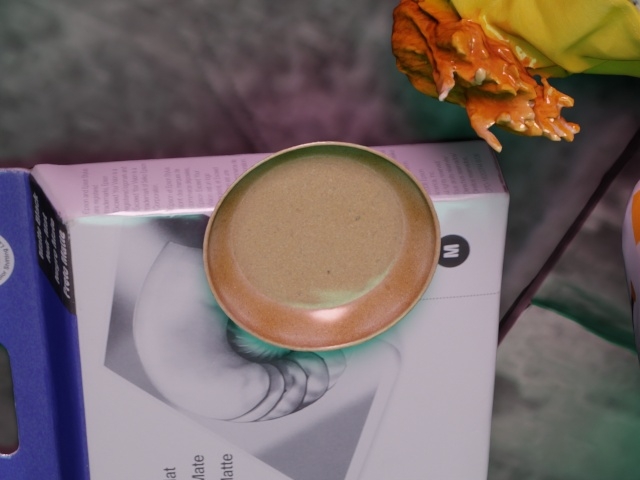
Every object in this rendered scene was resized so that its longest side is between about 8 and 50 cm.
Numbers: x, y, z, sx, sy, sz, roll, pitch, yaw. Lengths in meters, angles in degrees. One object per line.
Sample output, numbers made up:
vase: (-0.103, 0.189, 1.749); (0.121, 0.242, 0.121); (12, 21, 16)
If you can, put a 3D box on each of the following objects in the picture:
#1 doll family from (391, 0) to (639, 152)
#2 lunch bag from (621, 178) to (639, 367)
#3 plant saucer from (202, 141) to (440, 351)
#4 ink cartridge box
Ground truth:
doll family: (0.053, -0.116, 0.545); (0.163, 0.118, 0.263); (-6, 133, 45)
lunch bag: (0.240, 0.046, 0.541); (0.303, 0.115, 0.243); (-14, 110, 4)
plant saucer: (0.000, 0.000, 0.641); (0.083, 0.015, 0.083); (-3, 119, -6)
ink cartridge box: (-0.044, 0.069, 0.716); (0.224, 0.045, 0.223); (-3, 123, -4)
